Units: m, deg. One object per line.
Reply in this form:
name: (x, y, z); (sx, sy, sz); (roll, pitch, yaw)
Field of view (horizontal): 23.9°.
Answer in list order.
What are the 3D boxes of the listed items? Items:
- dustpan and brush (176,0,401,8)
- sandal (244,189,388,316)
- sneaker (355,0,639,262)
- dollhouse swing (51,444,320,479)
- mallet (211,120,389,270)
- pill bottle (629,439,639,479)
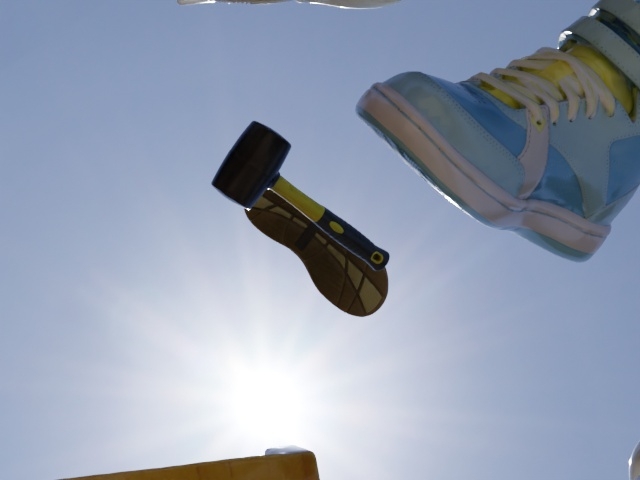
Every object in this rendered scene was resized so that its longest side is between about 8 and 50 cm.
dustpan and brush: (-0.042, -0.206, 1.194); (0.211, 0.147, 0.060); (-5, -71, 4)
sandal: (0.000, 0.000, 1.522); (0.180, 0.049, 0.072); (41, -71, -3)
sneaker: (0.164, -0.111, 1.072); (0.127, 0.319, 0.208); (45, -76, 28)
dollhouse swing: (-0.177, 0.319, 1.258); (0.346, 0.315, 0.305); (-6, -25, -10)
mallet: (-0.012, -0.016, 1.170); (0.039, 0.062, 0.190); (33, -10, 48)
pill bottle: (0.327, 0.179, 1.251); (0.117, 0.208, 0.118); (22, -49, 27)
